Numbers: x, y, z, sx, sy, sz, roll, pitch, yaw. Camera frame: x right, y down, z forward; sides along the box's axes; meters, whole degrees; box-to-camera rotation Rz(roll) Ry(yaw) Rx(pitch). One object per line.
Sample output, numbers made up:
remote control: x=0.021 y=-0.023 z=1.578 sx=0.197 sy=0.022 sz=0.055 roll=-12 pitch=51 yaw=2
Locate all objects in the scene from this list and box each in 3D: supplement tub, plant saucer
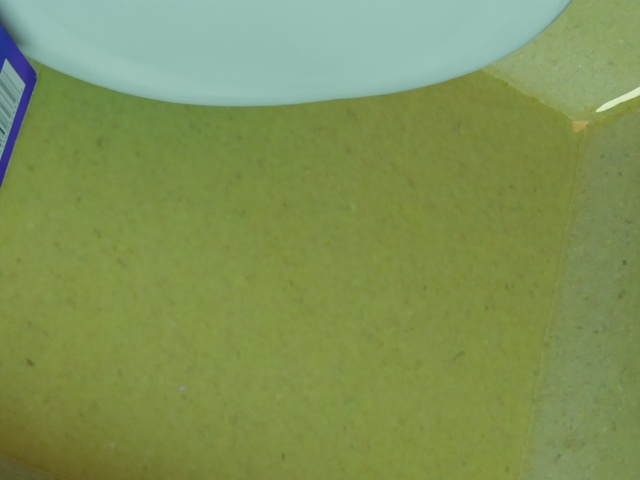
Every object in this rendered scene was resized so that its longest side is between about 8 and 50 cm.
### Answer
supplement tub: x=-0.018 y=-0.230 z=0.595 sx=0.207 sy=0.207 sz=0.338 roll=10 pitch=69 yaw=-26
plant saucer: x=0.000 y=0.000 z=0.700 sx=0.333 sy=0.081 sz=0.332 roll=26 pitch=61 yaw=-23

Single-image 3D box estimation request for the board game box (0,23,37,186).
board game box: x=-0.246 y=0.074 z=0.507 sx=0.233 sy=0.078 sz=0.347 roll=11 pitch=73 yaw=13
